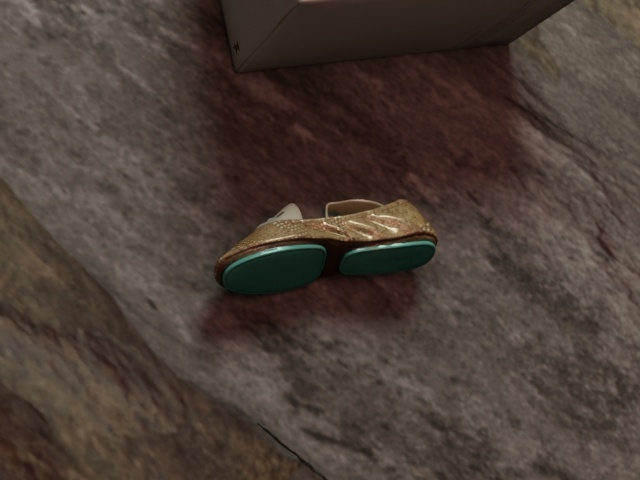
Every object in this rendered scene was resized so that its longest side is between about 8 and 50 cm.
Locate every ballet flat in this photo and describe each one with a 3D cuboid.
[{"bbox_3d":[0.000,0.000,1.031,0.206,0.073,0.067,-5,53,-25],"label":"ballet flat"}]

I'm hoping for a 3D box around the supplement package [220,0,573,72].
[{"bbox_3d":[0.067,-0.267,1.044,0.293,0.175,0.177,-10,84,-23],"label":"supplement package"}]
